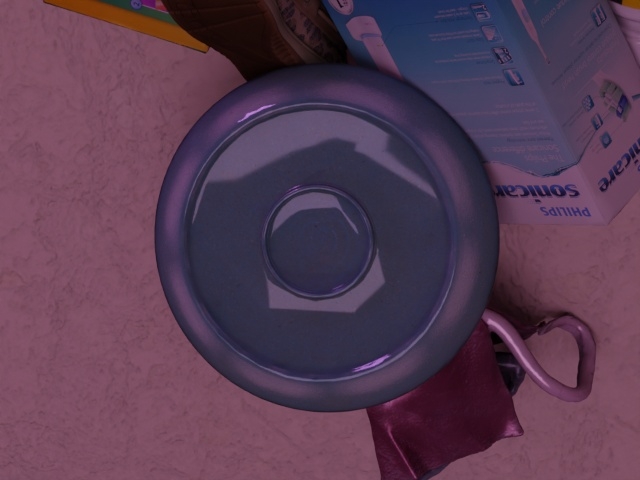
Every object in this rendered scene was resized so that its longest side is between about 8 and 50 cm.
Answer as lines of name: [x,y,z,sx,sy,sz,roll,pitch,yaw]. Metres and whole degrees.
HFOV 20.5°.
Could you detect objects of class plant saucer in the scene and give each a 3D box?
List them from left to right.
plant saucer: [0.000,0.000,1.580,0.317,0.044,0.317,1,95,10]

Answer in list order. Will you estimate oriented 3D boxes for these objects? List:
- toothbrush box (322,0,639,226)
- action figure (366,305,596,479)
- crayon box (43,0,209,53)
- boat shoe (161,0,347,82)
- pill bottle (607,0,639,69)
toothbrush box: [0.154,-0.163,1.586,0.216,0.126,0.295,1,127,51]
action figure: [0.087,0.062,1.722,0.275,0.248,0.370,-15,120,18]
crayon box: [-0.145,-0.327,1.621,0.165,0.081,0.278,18,123,0]
boat shoe: [-0.059,-0.215,1.601,0.104,0.089,0.285,3,156,28]
pill bottle: [0.300,-0.264,1.555,0.119,0.119,0.208,6,122,7]
